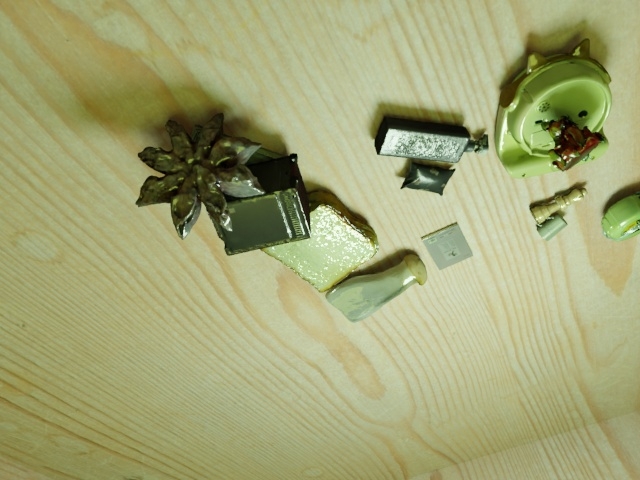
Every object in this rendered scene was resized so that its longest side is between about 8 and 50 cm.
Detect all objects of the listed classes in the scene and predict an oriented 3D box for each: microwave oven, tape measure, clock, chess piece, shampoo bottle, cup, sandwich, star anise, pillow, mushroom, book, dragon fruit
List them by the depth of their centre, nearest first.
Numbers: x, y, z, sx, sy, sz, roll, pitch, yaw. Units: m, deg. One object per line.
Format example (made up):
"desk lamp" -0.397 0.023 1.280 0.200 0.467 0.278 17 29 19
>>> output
"star anise" -0.287 -0.163 1.351 0.332 0.331 0.117 -8 169 -3
"dragon fruit" 0.623 -0.243 1.408 0.138 0.142 0.175 -43 100 -4
"clock" 0.603 -0.334 1.469 0.286 0.117 0.348 -14 136 3
"microwave oven" -0.157 -0.100 1.495 0.248 0.188 0.178 -11 131 7
"shampoo bottle" 0.304 -0.261 1.519 0.310 0.071 0.098 4 133 -15
"pillow" 0.303 -0.175 1.625 0.150 0.048 0.090 5 142 -22
"sandwich" 0.000 0.000 1.712 0.271 0.099 0.301 -38 127 20
"chess piece" 0.738 -0.114 1.768 0.172 0.060 0.060 -29 133 15
"tape measure" 0.984 -0.078 1.816 0.200 0.106 0.175 -35 145 25
"cup" 0.740 -0.051 1.843 0.083 0.075 0.054 -44 164 26
"book" 0.417 0.023 1.873 0.127 0.014 0.181 -25 134 15
"mushroom" 0.192 0.153 1.889 0.329 0.122 0.159 -31 142 19

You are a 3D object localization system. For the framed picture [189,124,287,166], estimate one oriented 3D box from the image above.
"framed picture" -0.244 -0.183 1.534 0.274 0.017 0.217 15 130 -24
